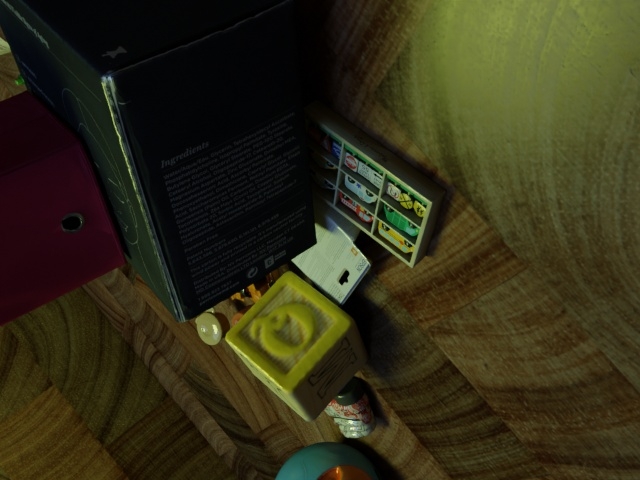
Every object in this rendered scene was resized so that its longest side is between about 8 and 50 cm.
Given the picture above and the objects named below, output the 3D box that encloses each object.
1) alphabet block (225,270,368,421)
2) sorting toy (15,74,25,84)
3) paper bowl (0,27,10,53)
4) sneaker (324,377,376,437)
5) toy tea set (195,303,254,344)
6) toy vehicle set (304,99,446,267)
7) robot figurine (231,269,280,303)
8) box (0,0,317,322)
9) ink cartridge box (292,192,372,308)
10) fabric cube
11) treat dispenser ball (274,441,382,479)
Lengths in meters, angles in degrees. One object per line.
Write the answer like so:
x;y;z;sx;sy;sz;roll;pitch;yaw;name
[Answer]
-0.042;0.216;1.460;0.192;0.193;0.197;34;163;27;alphabet block
-0.674;-0.440;1.754;0.366;0.126;0.127;-9;115;58;sorting toy
-0.713;-0.555;1.572;0.284;0.148;0.284;-14;-90;-80;paper bowl
0.020;0.384;1.712;0.270;0.090;0.145;2;122;52;sneaker
-0.264;0.145;1.874;0.336;0.124;0.200;46;122;18;toy tea set
0.071;-0.090;1.155;0.267;0.035;0.166;39;149;23;toy vehicle set
-0.174;0.013;1.511;0.211;0.085;0.291;17;135;43;robot figurine
-0.269;-0.215;1.183;0.480;0.297;0.471;42;153;35;box
0.000;0.000;1.350;0.224;0.045;0.223;47;151;10;ink cartridge box
-0.513;-0.052;1.180;0.259;0.258;0.254;36;146;43;fabric cube
0.020;0.651;1.806;0.288;0.288;0.288;36;148;27;treat dispenser ball
